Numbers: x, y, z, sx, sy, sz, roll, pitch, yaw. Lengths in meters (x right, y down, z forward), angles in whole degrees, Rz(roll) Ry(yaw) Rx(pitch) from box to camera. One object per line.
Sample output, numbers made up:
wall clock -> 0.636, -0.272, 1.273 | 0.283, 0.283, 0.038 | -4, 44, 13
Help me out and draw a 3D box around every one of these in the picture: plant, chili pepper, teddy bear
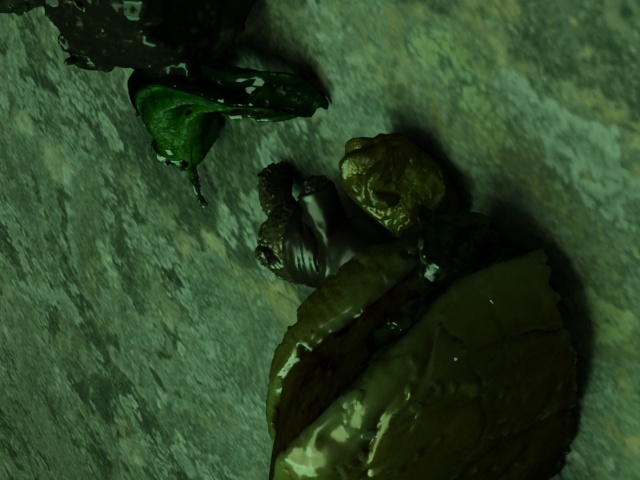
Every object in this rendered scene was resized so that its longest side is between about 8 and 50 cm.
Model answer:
plant -> -0.151, -0.196, 1.132 | 0.203, 0.142, 0.131 | 33, 160, 36
chili pepper -> -0.090, -0.101, 1.216 | 0.122, 0.065, 0.279 | 41, 162, -9
teddy bear -> -0.008, 0.003, 1.164 | 0.160, 0.078, 0.119 | 24, 134, 52

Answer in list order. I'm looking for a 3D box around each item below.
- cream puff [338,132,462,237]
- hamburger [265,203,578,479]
cream puff -> 0.054, -0.038, 1.039 | 0.058, 0.083, 0.083 | -48, 55, 18
hamburger -> 0.051, 0.121, 1.039 | 0.132, 0.211, 0.309 | 50, 155, 29
